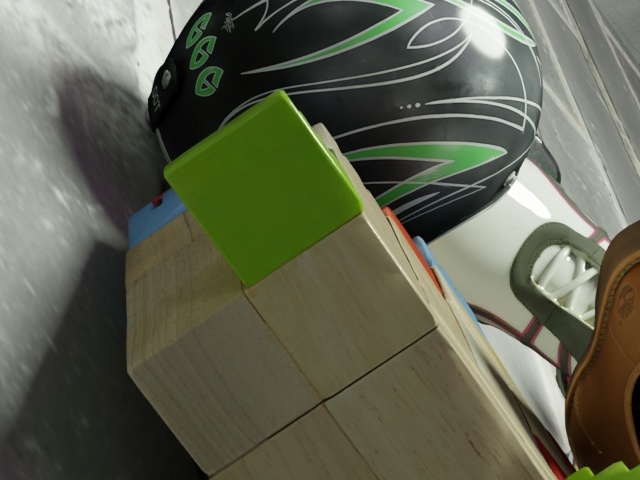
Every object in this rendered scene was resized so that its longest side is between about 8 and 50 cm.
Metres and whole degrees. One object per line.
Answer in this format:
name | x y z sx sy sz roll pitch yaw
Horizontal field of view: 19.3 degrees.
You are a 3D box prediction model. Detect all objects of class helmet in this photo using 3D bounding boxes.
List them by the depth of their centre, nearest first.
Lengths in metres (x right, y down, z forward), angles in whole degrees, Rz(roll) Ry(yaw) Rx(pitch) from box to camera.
helmet | 0.020 -0.073 0.901 0.169 0.161 0.169 41 31 -32

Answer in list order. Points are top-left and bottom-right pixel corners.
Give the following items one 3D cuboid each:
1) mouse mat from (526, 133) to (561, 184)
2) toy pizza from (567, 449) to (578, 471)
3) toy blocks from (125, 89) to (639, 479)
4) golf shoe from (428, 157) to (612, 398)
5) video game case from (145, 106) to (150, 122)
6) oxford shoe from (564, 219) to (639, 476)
mouse mat | 0.070 -0.059 1.208 0.152 0.007 0.190 54 49 -5
toy pizza | 0.232 0.228 1.305 0.201 0.032 0.201 52 17 -23
toy blocks | 0.041 0.093 0.783 0.381 0.191 0.261 54 5 -17
golf shoe | 0.151 0.028 1.097 0.273 0.105 0.120 40 -13 -22
video game case | 0.000 0.000 1.042 0.227 0.026 0.206 57 16 -6
oxford shoe | 0.144 0.084 0.808 0.212 0.076 0.076 79 9 -51
